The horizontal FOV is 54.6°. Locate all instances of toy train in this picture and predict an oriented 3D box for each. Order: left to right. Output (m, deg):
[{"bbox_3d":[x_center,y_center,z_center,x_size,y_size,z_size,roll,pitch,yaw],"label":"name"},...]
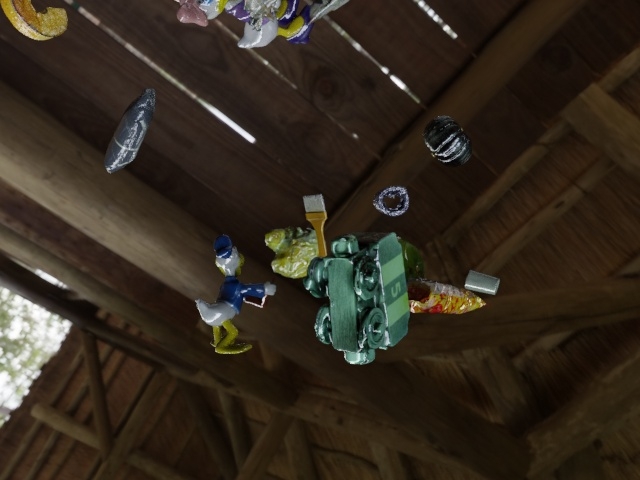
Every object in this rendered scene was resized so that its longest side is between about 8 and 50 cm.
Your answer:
[{"bbox_3d":[0.092,0.121,1.426,0.166,0.299,0.238,2,-163,34],"label":"toy train"}]

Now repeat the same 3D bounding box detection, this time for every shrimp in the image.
[{"bbox_3d":[-0.054,-0.553,1.367,0.360,0.246,0.085,-27,-122,56],"label":"shrimp"}]

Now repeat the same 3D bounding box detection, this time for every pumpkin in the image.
[{"bbox_3d":[0.515,-0.400,2.519,0.162,0.220,0.220,-44,-155,14],"label":"pumpkin"}]

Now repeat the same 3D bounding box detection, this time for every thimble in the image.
[{"bbox_3d":[0.220,-0.119,1.913,0.104,0.095,0.066,-21,-177,-7],"label":"thimble"}]

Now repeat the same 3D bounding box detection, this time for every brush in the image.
[{"bbox_3d":[0.000,0.000,1.812,0.103,0.013,0.272,0,-78,58],"label":"brush"}]

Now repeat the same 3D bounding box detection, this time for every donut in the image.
[{"bbox_3d":[-0.758,-0.602,1.620,0.078,0.181,0.146,-12,-130,27],"label":"donut"}]

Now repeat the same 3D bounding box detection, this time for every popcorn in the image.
[{"bbox_3d":[-0.083,0.029,1.968,0.198,0.212,0.198,-48,-169,13],"label":"popcorn"}]

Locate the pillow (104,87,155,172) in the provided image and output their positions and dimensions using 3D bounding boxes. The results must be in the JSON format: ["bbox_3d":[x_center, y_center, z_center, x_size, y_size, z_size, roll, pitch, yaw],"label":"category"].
[{"bbox_3d":[-0.641,-0.368,2.096,0.335,0.092,0.162,-49,-148,36],"label":"pillow"}]

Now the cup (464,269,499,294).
[{"bbox_3d":[0.448,0.124,1.720,0.083,0.075,0.054,15,-132,23],"label":"cup"}]

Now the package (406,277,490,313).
[{"bbox_3d":[0.358,0.177,1.942,0.223,0.288,0.109,-1,-98,56],"label":"package"}]

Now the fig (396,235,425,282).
[{"bbox_3d":[0.217,0.092,2.097,0.235,0.203,0.203,-10,-136,29],"label":"fig"}]

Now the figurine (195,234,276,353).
[{"bbox_3d":[-0.248,0.144,1.909,0.283,0.338,0.204,-16,-171,-39],"label":"figurine"}]

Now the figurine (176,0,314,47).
[{"bbox_3d":[-0.200,-0.600,1.611,0.193,0.420,0.154,-48,-119,28],"label":"figurine"}]
